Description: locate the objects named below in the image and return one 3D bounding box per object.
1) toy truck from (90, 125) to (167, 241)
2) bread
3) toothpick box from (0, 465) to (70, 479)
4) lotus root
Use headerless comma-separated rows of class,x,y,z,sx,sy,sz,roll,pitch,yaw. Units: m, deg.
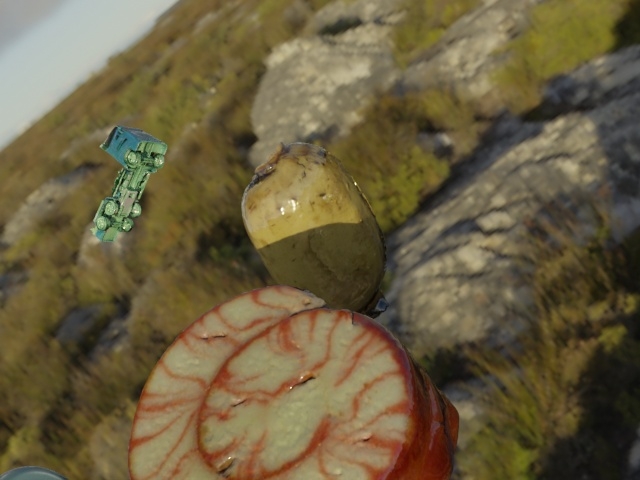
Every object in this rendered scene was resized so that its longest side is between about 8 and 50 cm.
toy truck,-0.302,-0.087,1.779,0.067,0.081,0.175,3,-62,-54
bread,-0.036,0.199,1.160,0.327,0.114,0.295,28,73,42
toothpick box,-0.316,0.315,1.183,0.184,0.120,0.120,-43,8,36
lotus root,0.000,0.000,1.546,0.160,0.284,0.146,-39,24,-10
